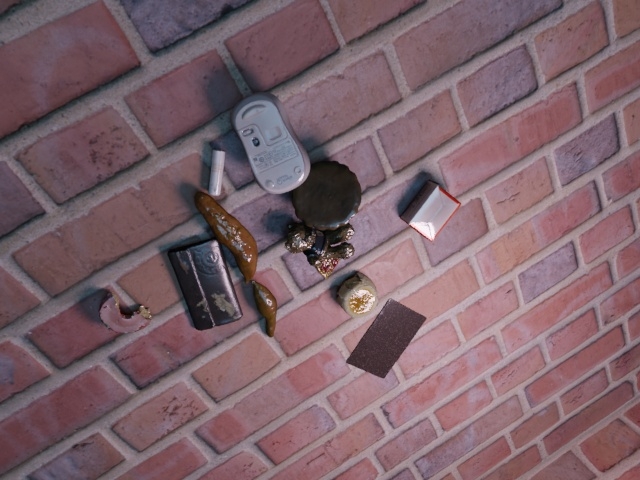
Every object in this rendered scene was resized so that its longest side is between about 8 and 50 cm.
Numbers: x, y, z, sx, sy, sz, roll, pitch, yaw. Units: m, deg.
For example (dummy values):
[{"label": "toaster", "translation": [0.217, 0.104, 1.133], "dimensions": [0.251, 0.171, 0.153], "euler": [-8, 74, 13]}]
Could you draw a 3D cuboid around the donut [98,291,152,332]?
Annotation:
[{"label": "donut", "translation": [-0.640, 0.242, 1.300], "dimensions": [0.117, 0.065, 0.166], "euler": [-46, 114, 1]}]

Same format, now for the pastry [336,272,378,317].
[{"label": "pastry", "translation": [0.144, 0.211, 1.521], "dimensions": [0.165, 0.088, 0.166], "euler": [-7, 112, -18]}]

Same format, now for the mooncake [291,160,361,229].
[{"label": "mooncake", "translation": [0.017, -0.140, 1.304], "dimensions": [0.228, 0.124, 0.229], "euler": [0, 87, 0]}]

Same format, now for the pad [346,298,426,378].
[{"label": "pad", "translation": [0.277, 0.414, 1.679], "dimensions": [0.220, 0.004, 0.330], "euler": [30, 98, -24]}]

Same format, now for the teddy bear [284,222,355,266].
[{"label": "teddy bear", "translation": [-0.006, 0.012, 1.387], "dimensions": [0.251, 0.182, 0.129], "euler": [10, 142, -21]}]

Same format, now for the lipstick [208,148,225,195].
[{"label": "lipstick", "translation": [-0.322, -0.211, 1.250], "dimensions": [0.040, 0.040, 0.141], "euler": [5, 108, -19]}]

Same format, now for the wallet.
[{"label": "wallet", "translation": [-0.382, 0.155, 1.360], "dimensions": [0.170, 0.044, 0.321], "euler": [-17, 113, -13]}]

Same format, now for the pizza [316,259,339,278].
[{"label": "pizza", "translation": [0.016, 0.082, 1.466], "dimensions": [0.099, 0.029, 0.100], "euler": [34, 96, -24]}]

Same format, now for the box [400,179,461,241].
[{"label": "box", "translation": [0.402, -0.110, 1.481], "dimensions": [0.133, 0.099, 0.182], "euler": [31, 99, -21]}]

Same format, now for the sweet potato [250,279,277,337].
[{"label": "sweet potato", "translation": [-0.187, 0.245, 1.438], "dimensions": [0.074, 0.075, 0.270], "euler": [-17, 121, -11]}]

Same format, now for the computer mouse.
[{"label": "computer mouse", "translation": [-0.154, -0.292, 1.222], "dimensions": [0.184, 0.121, 0.297], "euler": [-28, 108, 4]}]

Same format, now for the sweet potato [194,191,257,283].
[{"label": "sweet potato", "translation": [-0.280, -0.014, 1.305], "dimensions": [0.106, 0.095, 0.355], "euler": [-21, 116, 10]}]
